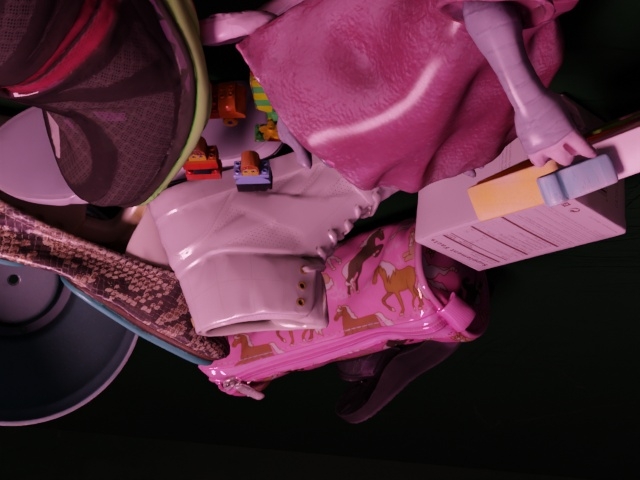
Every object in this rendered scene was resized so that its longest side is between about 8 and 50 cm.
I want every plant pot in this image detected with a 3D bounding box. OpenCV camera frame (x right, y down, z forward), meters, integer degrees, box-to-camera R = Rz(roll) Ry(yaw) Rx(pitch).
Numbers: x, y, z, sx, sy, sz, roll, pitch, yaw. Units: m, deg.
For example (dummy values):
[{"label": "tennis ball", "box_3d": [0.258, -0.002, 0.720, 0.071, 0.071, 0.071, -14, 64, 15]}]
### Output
[{"label": "plant pot", "box_3d": [-0.389, 0.065, 1.177, 0.293, 0.293, 0.196, 18, -178, -23]}]

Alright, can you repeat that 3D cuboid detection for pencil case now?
[{"label": "pencil case", "box_3d": [0.019, 0.086, 1.137, 0.386, 0.167, 0.160, -21, 163, 32]}]

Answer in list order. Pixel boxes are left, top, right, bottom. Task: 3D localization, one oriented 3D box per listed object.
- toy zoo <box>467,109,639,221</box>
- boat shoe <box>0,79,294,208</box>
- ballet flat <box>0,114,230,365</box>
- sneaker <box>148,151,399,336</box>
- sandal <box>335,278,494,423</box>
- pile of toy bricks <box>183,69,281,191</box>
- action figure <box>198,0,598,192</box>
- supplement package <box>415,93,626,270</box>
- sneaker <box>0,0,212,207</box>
[{"label": "toy zoo", "box_3d": [0.242, -0.078, 0.691, 0.293, 0.030, 0.192, -24, -177, -43]}, {"label": "boat shoe", "box_3d": [-0.177, -0.088, 0.922, 0.306, 0.113, 0.105, -12, 160, 7]}, {"label": "ballet flat", "box_3d": [-0.279, -0.021, 1.010, 0.482, 0.182, 0.164, 26, -173, -21]}, {"label": "sneaker", "box_3d": [0.000, 0.000, 0.884, 0.292, 0.169, 0.108, -18, 165, -8]}, {"label": "sandal", "box_3d": [0.107, 0.142, 1.356, 0.107, 0.168, 0.446, 35, 146, -1]}, {"label": "pile of toy bricks", "box_3d": [-0.033, -0.119, 0.788, 0.212, 0.118, 0.105, -3, 154, 3]}, {"label": "action figure", "box_3d": [0.119, -0.187, 0.587, 0.276, 0.248, 0.370, 47, 144, 9]}, {"label": "supplement package", "box_3d": [0.193, -0.050, 0.897, 0.105, 0.105, 0.179, 23, 153, -35]}, {"label": "sneaker", "box_3d": [-0.195, -0.170, 0.569, 0.185, 0.202, 0.483, 45, 160, 23]}]
